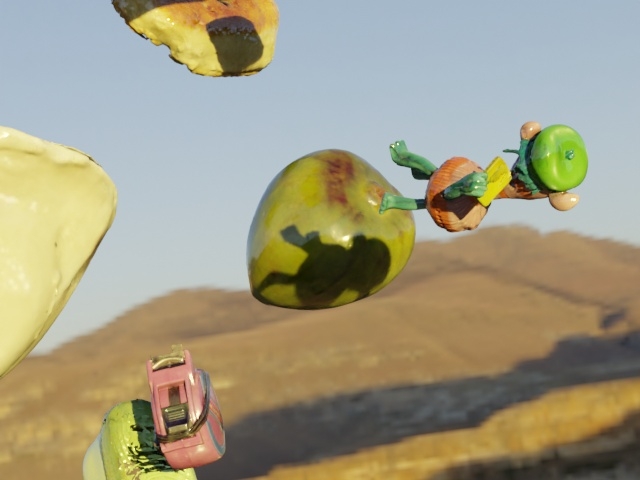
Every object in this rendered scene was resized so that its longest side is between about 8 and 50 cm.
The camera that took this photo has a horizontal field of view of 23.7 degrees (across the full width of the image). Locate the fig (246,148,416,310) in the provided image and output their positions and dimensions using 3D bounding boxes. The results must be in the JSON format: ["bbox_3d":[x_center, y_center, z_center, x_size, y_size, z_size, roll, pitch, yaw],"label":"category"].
[{"bbox_3d":[0.000,0.000,1.961,0.225,0.203,0.203,-43,-23,28],"label":"fig"}]

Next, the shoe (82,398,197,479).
[{"bbox_3d":[-0.201,0.321,1.829,0.140,0.262,0.128,-8,-19,-27],"label":"shoe"}]

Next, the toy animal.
[{"bbox_3d":[0.141,-0.056,1.400,0.208,0.100,0.103,0,6,44],"label":"toy animal"}]

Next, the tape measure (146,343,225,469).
[{"bbox_3d":[-0.154,0.196,1.737,0.074,0.125,0.118,-13,-33,6],"label":"tape measure"}]

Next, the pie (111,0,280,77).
[{"bbox_3d":[-0.188,-0.377,2.307,0.315,0.315,0.092,-2,-33,-48],"label":"pie"}]

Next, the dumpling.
[{"bbox_3d":[-0.388,0.019,1.450,0.395,0.233,0.315,-27,-35,3],"label":"dumpling"}]
